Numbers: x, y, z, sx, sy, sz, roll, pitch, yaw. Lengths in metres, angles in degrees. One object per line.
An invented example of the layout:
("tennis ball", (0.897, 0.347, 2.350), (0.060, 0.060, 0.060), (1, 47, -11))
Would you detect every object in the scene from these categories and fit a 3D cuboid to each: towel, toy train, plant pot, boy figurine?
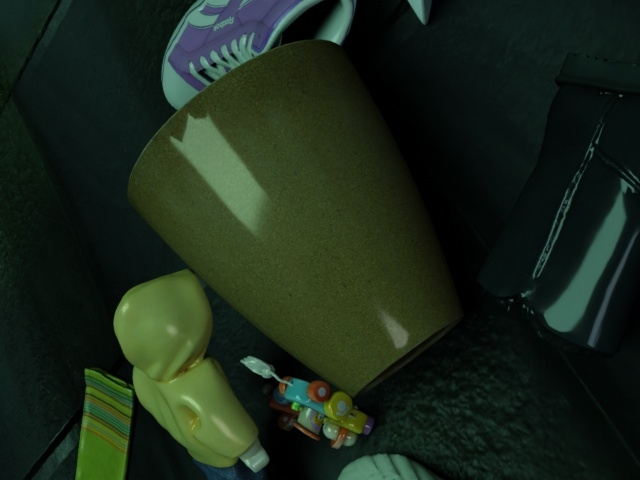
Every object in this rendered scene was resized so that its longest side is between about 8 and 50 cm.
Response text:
("towel", (-0.288, 0.292, 1.102), (0.102, 0.021, 0.237), (13, 97, 43))
("toy train", (-0.019, 0.160, 0.785), (0.125, 0.166, 0.046), (15, 72, 19))
("plant pot", (0.000, 0.000, 0.733), (0.237, 0.237, 0.254), (-45, 73, 32))
("boy figurine", (-0.115, 0.152, 0.805), (0.177, 0.092, 0.285), (17, 135, 53))

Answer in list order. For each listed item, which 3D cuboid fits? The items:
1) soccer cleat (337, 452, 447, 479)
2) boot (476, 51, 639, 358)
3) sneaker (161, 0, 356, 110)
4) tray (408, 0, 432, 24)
("soccer cleat", (0.081, 0.230, 0.730), (0.196, 0.076, 0.068), (4, 91, 43))
("boot", (0.236, -0.009, 0.585), (0.246, 0.094, 0.207), (27, 103, 47))
("sneaker", (-0.074, -0.185, 0.832), (0.282, 0.102, 0.161), (-36, 38, 36))
("tray", (0.058, -0.310, 0.686), (0.030, 0.270, 0.145), (-26, 66, -1))
